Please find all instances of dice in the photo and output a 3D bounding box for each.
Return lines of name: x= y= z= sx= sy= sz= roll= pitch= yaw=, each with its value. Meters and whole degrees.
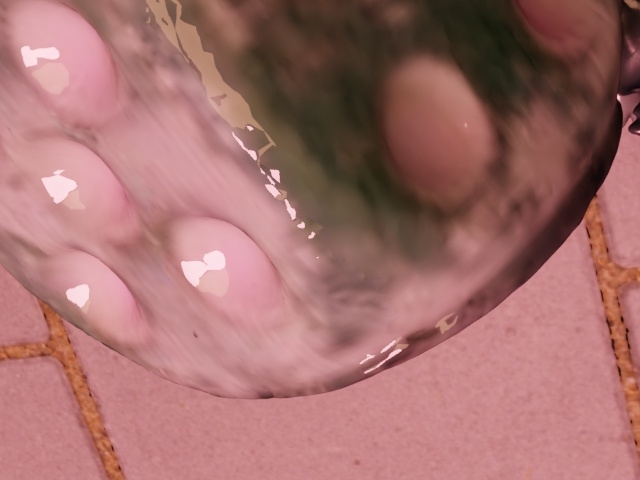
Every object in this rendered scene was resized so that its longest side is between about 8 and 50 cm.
dice: x=-0.037 y=-0.122 z=0.887 sx=0.330 sy=0.328 sz=0.348 roll=-14 pitch=119 yaw=51

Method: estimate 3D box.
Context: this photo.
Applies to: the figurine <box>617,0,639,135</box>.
figurine: x=0.265 y=-0.129 z=0.957 sx=0.193 sy=0.140 sz=0.265 roll=-31 pitch=120 yaw=12
